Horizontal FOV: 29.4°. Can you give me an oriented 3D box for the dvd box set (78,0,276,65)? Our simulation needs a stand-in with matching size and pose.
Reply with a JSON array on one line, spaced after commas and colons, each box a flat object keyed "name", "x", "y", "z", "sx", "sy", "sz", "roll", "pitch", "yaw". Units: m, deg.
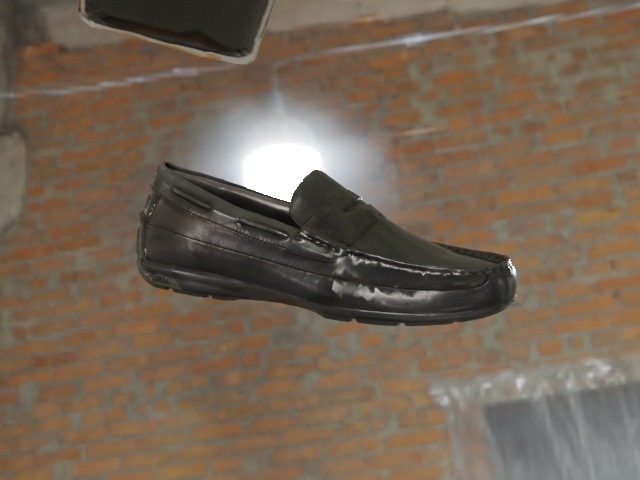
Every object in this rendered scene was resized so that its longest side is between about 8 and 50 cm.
[{"name": "dvd box set", "x": 0.015, "y": -0.303, "z": 0.324, "sx": 0.062, "sy": 0.420, "sz": 0.307, "roll": 13, "pitch": -23, "yaw": -7}]

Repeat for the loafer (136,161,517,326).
[{"name": "loafer", "x": 0.000, "y": 0.000, "z": 0.684, "sx": 0.223, "sy": 0.078, "sz": 0.076, "roll": 8, "pitch": 10, "yaw": 18}]
